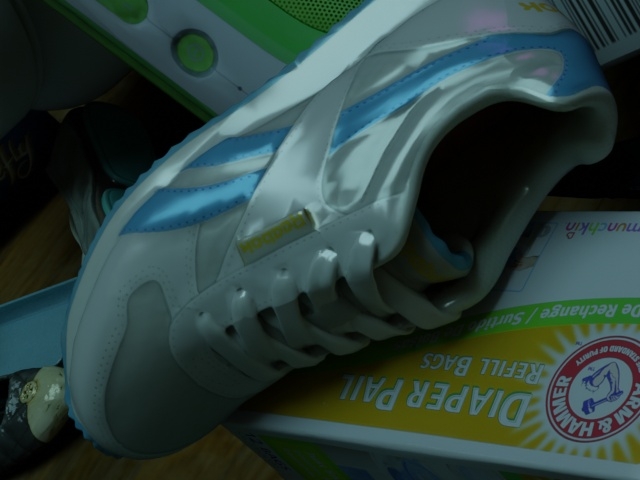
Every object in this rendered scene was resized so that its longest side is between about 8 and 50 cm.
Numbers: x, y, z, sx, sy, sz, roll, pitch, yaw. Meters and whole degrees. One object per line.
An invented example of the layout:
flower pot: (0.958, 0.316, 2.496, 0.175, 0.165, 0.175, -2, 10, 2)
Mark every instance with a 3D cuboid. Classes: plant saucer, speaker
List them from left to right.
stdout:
plant saucer: (-0.208, 0.072, 0.985, 0.192, 0.018, 0.067, -20, 40, 33)
speaker: (-0.062, -0.135, 0.806, 0.131, 0.296, 0.131, -53, -2, -3)

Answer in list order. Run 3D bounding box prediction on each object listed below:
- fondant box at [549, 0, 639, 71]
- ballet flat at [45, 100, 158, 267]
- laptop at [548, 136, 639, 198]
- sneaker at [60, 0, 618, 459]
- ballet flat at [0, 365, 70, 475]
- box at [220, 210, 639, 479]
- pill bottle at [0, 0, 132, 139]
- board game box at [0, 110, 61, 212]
fondant box: (0.168, -0.195, 0.729, 0.238, 0.096, 0.330, -24, 20, 27)
ballet flat: (-0.110, -0.007, 0.941, 0.068, 0.072, 0.213, -64, 28, 20)
laptop: (0.233, -0.098, 0.598, 0.264, 0.136, 0.234, -14, 13, -39)
sneaker: (0.000, 0.000, 0.584, 0.229, 0.087, 0.092, -44, 42, 10)
ballet flat: (-0.199, 0.101, 0.916, 0.173, 0.049, 0.057, -18, 42, 33)
box: (0.083, 0.061, 0.611, 0.203, 0.114, 0.103, 2, 55, 46)
pill bottle: (-0.146, -0.199, 0.996, 0.188, 0.188, 0.334, -7, 33, 42)
board game box: (-0.281, -0.011, 1.114, 0.243, 0.042, 0.165, -47, 27, -5)
